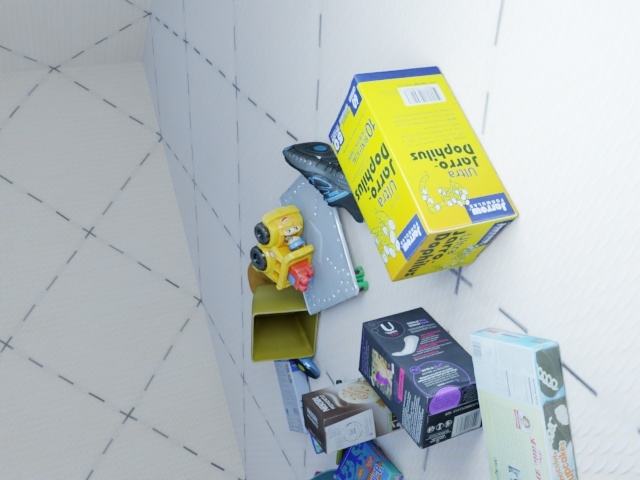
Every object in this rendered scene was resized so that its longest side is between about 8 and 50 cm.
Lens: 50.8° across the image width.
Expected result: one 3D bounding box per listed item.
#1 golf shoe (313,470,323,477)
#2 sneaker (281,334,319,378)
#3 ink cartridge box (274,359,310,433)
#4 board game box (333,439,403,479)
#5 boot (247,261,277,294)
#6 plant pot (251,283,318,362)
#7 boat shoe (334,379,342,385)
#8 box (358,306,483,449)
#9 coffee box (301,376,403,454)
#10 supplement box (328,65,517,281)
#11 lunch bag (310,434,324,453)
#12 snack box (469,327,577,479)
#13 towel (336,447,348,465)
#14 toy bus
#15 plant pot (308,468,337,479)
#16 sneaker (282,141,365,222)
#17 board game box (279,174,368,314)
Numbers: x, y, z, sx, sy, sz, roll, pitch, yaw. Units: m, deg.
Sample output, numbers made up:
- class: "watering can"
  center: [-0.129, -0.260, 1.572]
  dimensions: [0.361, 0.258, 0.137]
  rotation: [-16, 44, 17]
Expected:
- class: "golf shoe"
  center: [0.008, 0.882, 2.246]
  dimensions: [0.306, 0.115, 0.140]
  rotation: [-142, 56, -78]
- class: "sneaker"
  center: [-0.064, 0.383, 2.296]
  dimensions: [0.209, 0.082, 0.069]
  rotation: [38, 149, 29]
- class: "ink cartridge box"
  center: [-0.095, 0.534, 2.438]
  dimensions: [0.186, 0.065, 0.311]
  rotation: [-26, 79, 67]
- class: "board game box"
  center: [0.130, 0.664, 1.895]
  dimensions: [0.210, 0.047, 0.160]
  rotation: [33, 99, 59]
- class: "boot"
  center: [-0.182, 0.122, 2.380]
  dimensions: [0.211, 0.104, 0.295]
  rotation: [-125, 38, -56]
- class: "plant pot"
  center: [-0.135, 0.255, 2.239]
  dimensions: [0.187, 0.212, 0.212]
  rotation: [-110, 21, -52]
- class: "boat shoe"
  center: [0.077, 0.482, 2.035]
  dimensions: [0.049, 0.042, 0.133]
  rotation: [30, -142, -61]
- class: "box"
  center: [0.216, 0.286, 1.452]
  dimensions: [0.270, 0.165, 0.143]
  rotation: [-132, 38, -52]
- class: "coffee box"
  center: [0.094, 0.428, 1.701]
  dimensions: [0.141, 0.247, 0.098]
  rotation: [-150, 52, -61]
- class: "supplement box"
  center: [0.182, -0.132, 1.298]
  dimensions: [0.194, 0.195, 0.356]
  rotation: [117, 136, -56]
- class: "lunch bag"
  center: [0.028, 0.555, 2.050]
  dimensions: [0.096, 0.129, 0.151]
  rotation: [-30, 71, 26]
- class: "snack box"
  center: [0.373, 0.333, 1.242]
  dimensions: [0.187, 0.060, 0.322]
  rotation: [-178, 78, -67]
- class: "towel"
  center: [0.092, 0.558, 1.969]
  dimensions: [0.021, 0.102, 0.237]
  rotation: [30, 133, 29]
- class: "toy bus"
  center: [-0.089, 0.039, 1.977]
  dimensions: [0.211, 0.149, 0.220]
  rotation: [45, 139, 32]
- class: "plant pot"
  center: [0.062, 0.862, 2.006]
  dimensions: [0.195, 0.290, 0.290]
  rotation: [51, 172, -30]
- class: "sneaker"
  center: [0.014, -0.156, 1.727]
  dimensions: [0.341, 0.125, 0.139]
  rotation: [35, 137, 45]
- class: "board game box"
  center: [0.000, 0.000, 1.977]
  dimensions: [0.390, 0.050, 0.390]
  rotation: [144, 112, -65]
